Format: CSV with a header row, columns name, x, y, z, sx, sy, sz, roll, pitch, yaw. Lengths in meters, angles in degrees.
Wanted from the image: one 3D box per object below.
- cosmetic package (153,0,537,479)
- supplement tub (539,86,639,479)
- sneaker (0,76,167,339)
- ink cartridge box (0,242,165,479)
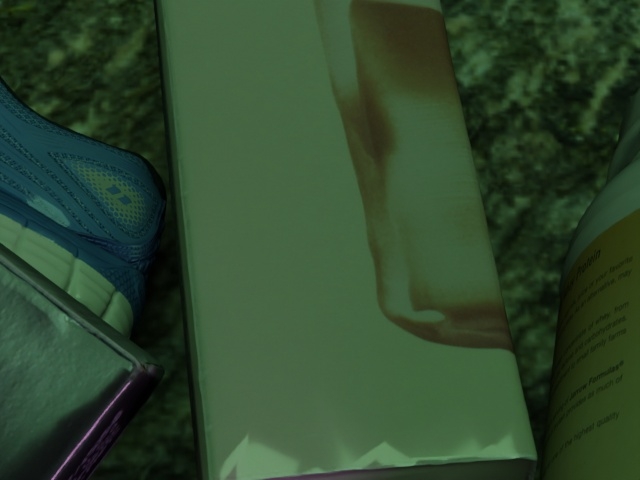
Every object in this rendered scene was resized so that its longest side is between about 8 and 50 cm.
name,x,y,z,sx,sy,sz,roll,pitch,yaw
cosmetic package,0.000,0.000,0.749,0.129,0.153,0.296,-4,59,-5
supplement tub,0.199,0.090,0.658,0.228,0.228,0.316,10,57,3
sneaker,-0.224,-0.036,0.791,0.330,0.130,0.147,21,44,6
ink cartridge box,-0.271,0.080,0.651,0.307,0.072,0.304,35,84,7
